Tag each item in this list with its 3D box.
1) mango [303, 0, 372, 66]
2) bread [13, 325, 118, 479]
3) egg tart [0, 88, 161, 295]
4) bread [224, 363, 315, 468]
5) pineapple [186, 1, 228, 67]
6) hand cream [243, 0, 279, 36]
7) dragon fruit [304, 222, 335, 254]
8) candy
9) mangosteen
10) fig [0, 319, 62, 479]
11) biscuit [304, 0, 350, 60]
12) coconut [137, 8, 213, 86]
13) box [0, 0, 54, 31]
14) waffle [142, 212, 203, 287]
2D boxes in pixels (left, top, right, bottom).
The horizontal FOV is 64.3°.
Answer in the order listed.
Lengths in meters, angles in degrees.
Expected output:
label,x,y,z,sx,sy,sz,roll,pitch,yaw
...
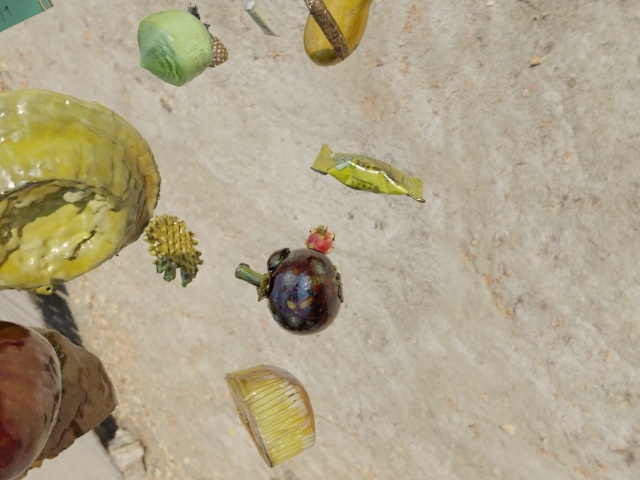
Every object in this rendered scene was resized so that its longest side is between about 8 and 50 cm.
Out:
label,x,y,z,sx,sy,sz,roll,pitch,yaw
mango,0.050,-0.561,1.290,0.157,0.109,0.262,50,125,10
bread,-0.440,0.229,0.695,0.194,0.340,0.179,-26,90,14
egg tart,-0.325,-0.032,0.605,0.115,0.290,0.290,50,141,35
bread,-0.116,0.408,1.254,0.288,0.156,0.204,6,114,65
pineapple,-0.236,-0.418,1.035,0.058,0.058,0.124,7,139,37
hand cream,-0.172,-0.643,1.480,0.061,0.039,0.143,22,173,28
dragon fruit,0.002,0.000,1.473,0.086,0.081,0.116,31,136,5
candy,0.129,-0.172,1.333,0.297,0.187,0.081,20,117,-1
mangosteen,-0.082,0.127,1.332,0.289,0.231,0.231,7,124,7
fig,-0.339,0.142,0.478,0.175,0.175,0.207,41,144,12
biscuit,0.014,-0.479,1.124,0.034,0.199,0.064,-26,67,16
coconut,-0.179,-0.232,0.615,0.088,0.096,0.087,37,149,27
box,-0.712,-0.539,1.105,0.041,0.229,0.162,38,152,14
waffle,-0.443,0.024,1.550,0.051,0.231,0.228,-24,110,20
